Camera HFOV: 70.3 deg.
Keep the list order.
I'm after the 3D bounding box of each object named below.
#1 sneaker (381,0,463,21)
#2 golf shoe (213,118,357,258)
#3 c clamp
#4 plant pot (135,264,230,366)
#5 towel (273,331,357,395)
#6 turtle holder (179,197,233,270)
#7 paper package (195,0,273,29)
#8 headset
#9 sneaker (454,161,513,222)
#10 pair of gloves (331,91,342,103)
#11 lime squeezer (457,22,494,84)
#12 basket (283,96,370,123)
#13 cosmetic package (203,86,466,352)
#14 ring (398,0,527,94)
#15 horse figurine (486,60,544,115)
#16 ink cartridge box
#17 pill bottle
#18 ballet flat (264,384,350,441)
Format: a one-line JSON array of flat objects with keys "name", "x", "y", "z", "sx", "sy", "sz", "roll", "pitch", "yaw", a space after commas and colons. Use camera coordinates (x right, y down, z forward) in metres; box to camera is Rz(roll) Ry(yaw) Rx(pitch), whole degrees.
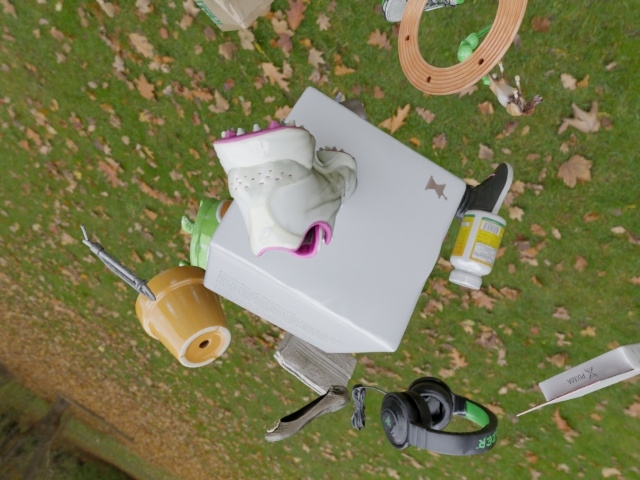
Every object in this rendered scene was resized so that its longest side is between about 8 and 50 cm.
[{"name": "sneaker", "x": 0.338, "y": -0.742, "z": 1.330, "sx": 0.344, "sy": 0.146, "sz": 0.134, "roll": -19, "pitch": 148, "yaw": 25}, {"name": "golf shoe", "x": -0.022, "y": -0.048, "z": 0.553, "sx": 0.115, "sy": 0.306, "sz": 0.140, "roll": -10, "pitch": 88, "yaw": 21}, {"name": "c clamp", "x": -0.358, "y": 0.051, "z": 0.809, "sx": 0.161, "sy": 0.022, "sz": 0.137, "roll": 40, "pitch": 153, "yaw": -2}, {"name": "plant pot", "x": -0.316, "y": 0.196, "z": 1.108, "sx": 0.188, "sy": 0.205, "sz": 0.205, "roll": 44, "pitch": 155, "yaw": 38}, {"name": "towel", "x": -0.008, "y": 0.394, "z": 1.516, "sx": 0.282, "sy": 0.187, "sz": 0.049, "roll": 39, "pitch": 138, "yaw": -11}, {"name": "turtle holder", "x": -0.299, "y": 0.033, "z": 1.427, "sx": 0.227, "sy": 0.320, "sz": 0.243, "roll": 10, "pitch": -176, "yaw": 1}, {"name": "paper package", "x": -0.233, "y": -0.823, "z": 1.424, "sx": 0.168, "sy": 0.309, "sz": 0.325, "roll": 43, "pitch": -179, "yaw": -34}, {"name": "headset", "x": 0.242, "y": 0.458, "z": 1.155, "sx": 0.394, "sy": 0.243, "sz": 0.185, "roll": 7, "pitch": 95, "yaw": 41}, {"name": "sneaker", "x": 0.516, "y": -0.168, "z": 1.476, "sx": 0.147, "sy": 0.295, "sz": 0.104, "roll": 30, "pitch": 158, "yaw": 1}, {"name": "pair of gloves", "x": 0.025, "y": -0.406, "z": 1.530, "sx": 0.023, "sy": 0.159, "sz": 0.198, "roll": 32, "pitch": 155, "yaw": 9}, {"name": "lime squeezer", "x": 0.490, "y": -0.606, "z": 1.423, "sx": 0.110, "sy": 0.310, "sz": 0.059, "roll": 6, "pitch": 146, "yaw": 20}, {"name": "basket", "x": 0.035, "y": -0.320, "z": 1.368, "sx": 0.227, "sy": 0.154, "sz": 0.204, "roll": -24, "pitch": 98, "yaw": 8}, {"name": "cosmetic package", "x": 0.000, "y": 0.000, "z": 0.886, "sx": 0.327, "sy": 0.329, "sz": 0.394, "roll": 31, "pitch": 160, "yaw": -6}, {"name": "ring", "x": 0.305, "y": -0.493, "z": 1.009, "sx": 0.032, "sy": 0.336, "sz": 0.337, "roll": 3, "pitch": 161, "yaw": -37}, {"name": "horse figurine", "x": 0.590, "y": -0.466, "z": 1.421, "sx": 0.066, "sy": 0.263, "sz": 0.174, "roll": -34, "pitch": 143, "yaw": 11}, {"name": "ink cartridge box", "x": 0.669, "y": 0.350, "z": 1.154, "sx": 0.261, "sy": 0.066, "sz": 0.296, "roll": -4, "pitch": 148, "yaw": -23}, {"name": "pill bottle", "x": 0.438, "y": 0.028, "z": 1.288, "sx": 0.118, "sy": 0.208, "sz": 0.117, "roll": 19, "pitch": 176, "yaw": 2}, {"name": "ballet flat", "x": -0.039, "y": 0.456, "z": 1.213, "sx": 0.058, "sy": 0.250, "sz": 0.084, "roll": 66, "pitch": 173, "yaw": -6}]
